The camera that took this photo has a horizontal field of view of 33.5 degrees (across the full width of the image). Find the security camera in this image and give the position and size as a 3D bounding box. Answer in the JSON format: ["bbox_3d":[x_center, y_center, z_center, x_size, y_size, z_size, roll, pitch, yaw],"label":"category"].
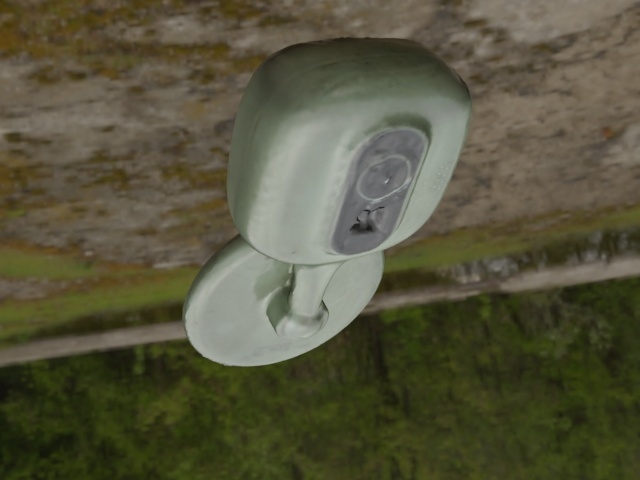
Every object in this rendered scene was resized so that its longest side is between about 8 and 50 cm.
[{"bbox_3d":[0.000,0.000,0.711,0.157,0.080,0.302,-11,140,-27],"label":"security camera"}]
